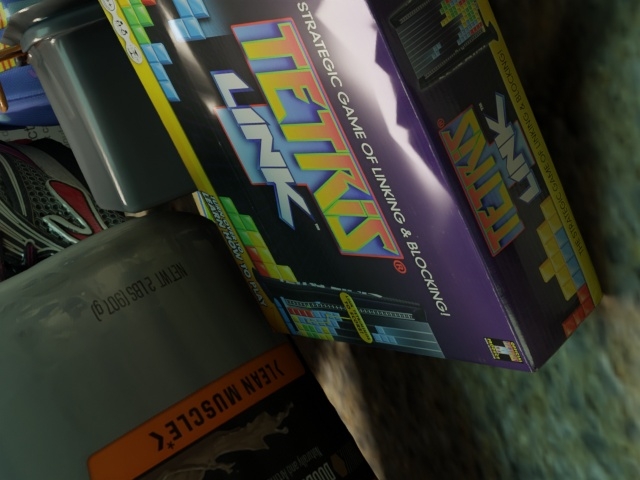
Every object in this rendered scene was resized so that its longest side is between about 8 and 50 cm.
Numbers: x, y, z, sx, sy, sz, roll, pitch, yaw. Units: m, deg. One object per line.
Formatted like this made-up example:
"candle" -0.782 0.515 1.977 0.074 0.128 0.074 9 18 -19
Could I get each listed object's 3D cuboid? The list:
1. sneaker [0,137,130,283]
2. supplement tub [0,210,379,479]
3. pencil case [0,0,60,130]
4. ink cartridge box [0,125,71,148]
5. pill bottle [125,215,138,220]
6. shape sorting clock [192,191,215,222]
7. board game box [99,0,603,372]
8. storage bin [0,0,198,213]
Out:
"sneaker" -0.144 0.029 0.767 0.299 0.112 0.121 29 105 36
"supplement tub" -0.050 0.176 0.566 0.338 0.207 0.207 58 154 5
"pencil case" -0.203 -0.216 0.824 0.133 0.119 0.306 -16 88 37
"ink cartridge box" -0.291 0.009 0.952 0.117 0.278 0.201 -20 85 66
"pill bottle" -0.119 0.046 0.861 0.116 0.065 0.065 70 155 15
"shape sorting clock" -0.048 -0.093 0.655 0.206 0.040 0.206 169 90 -75
"board game box" 0.005 -0.040 0.463 0.141 0.048 0.170 4 128 51
"storage bin" -0.085 -0.060 0.575 0.135 0.098 0.091 -175 64 -74
